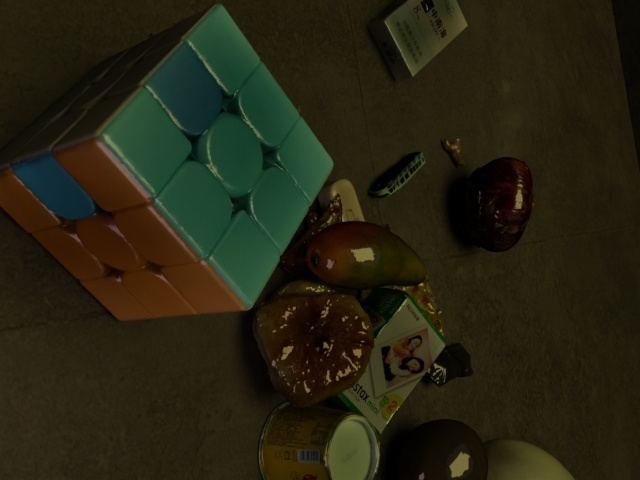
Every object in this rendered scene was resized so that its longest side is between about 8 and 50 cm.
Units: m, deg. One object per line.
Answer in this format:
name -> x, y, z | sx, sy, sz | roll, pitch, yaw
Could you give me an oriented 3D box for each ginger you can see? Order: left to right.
ginger -> 0.355, -0.239, 1.829 | 0.048, 0.030, 0.097 | -50, 121, -9

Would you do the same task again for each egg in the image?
egg -> 0.454, 0.607, 1.576 | 0.283, 0.283, 0.345 | -37, 103, -46

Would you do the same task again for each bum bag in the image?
bum bag -> 0.298, 0.293, 1.643 | 0.197, 0.049, 0.087 | -2, 60, -49

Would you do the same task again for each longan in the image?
longan -> 0.252, 0.470, 1.448 | 0.212, 0.198, 0.198 | -22, 99, -33

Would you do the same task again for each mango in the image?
mango -> 0.089, 0.032, 1.316 | 0.289, 0.146, 0.129 | 12, 86, -57

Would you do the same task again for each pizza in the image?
pizza -> 0.185, 0.132, 1.518 | 0.223, 0.089, 0.323 | -49, 118, -46

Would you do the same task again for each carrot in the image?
carrot -> -0.001, -0.017, 1.375 | 0.093, 0.032, 0.032 | 59, 45, -30

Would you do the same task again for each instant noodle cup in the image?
instant noodle cup -> 0.006, 0.371, 1.213 | 0.182, 0.144, 0.182 | 12, 74, -47

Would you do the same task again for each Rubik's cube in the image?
Rubik's cube -> -0.211, -0.092, 0.952 | 0.292, 0.291, 0.290 | 54, 47, -28

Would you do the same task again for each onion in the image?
onion -> 0.453, -0.092, 1.789 | 0.246, 0.190, 0.246 | 7, 90, -74

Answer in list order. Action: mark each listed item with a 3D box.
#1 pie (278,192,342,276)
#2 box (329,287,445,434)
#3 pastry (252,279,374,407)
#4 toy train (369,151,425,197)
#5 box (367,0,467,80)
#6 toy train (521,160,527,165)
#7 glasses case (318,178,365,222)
pie -> 0.000, 0.003, 1.339 | 0.191, 0.033, 0.088 | -50, 133, -21
box -> 0.114, 0.232, 1.349 | 0.250, 0.103, 0.180 | -51, 120, -19
pastry -> -0.016, 0.178, 1.208 | 0.218, 0.100, 0.229 | 16, 71, -7
toy train -> 0.177, -0.147, 1.593 | 0.207, 0.043, 0.047 | -42, 118, -45
box -> 0.239, -0.518, 1.678 | 0.243, 0.067, 0.155 | -44, 118, -26
toy train -> 0.565, -0.154, 2.031 | 0.252, 0.055, 0.048 | -50, 119, -41
glasses case -> 0.054, -0.028, 1.424 | 0.083, 0.050, 0.196 | -31, 106, -45
